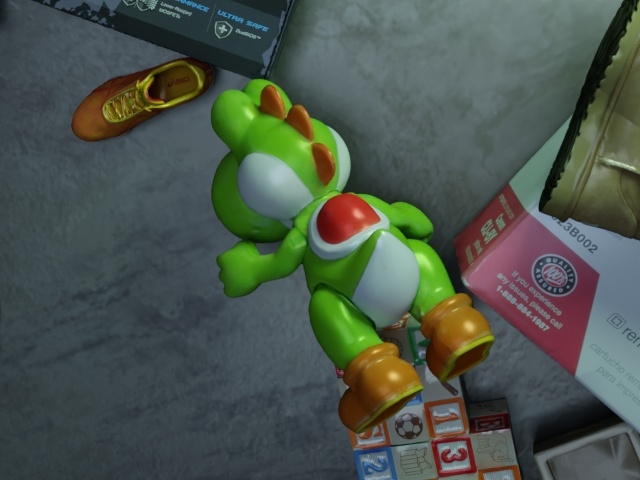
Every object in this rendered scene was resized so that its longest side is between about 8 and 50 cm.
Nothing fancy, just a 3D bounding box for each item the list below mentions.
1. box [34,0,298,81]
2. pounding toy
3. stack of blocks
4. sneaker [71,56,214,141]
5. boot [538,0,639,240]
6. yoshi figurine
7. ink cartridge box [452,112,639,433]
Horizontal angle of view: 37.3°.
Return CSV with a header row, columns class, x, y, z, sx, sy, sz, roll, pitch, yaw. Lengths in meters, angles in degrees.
class,x,y,z,sx,sy,sz,roll,pitch,yaw
box,-0.140,-0.345,0.948,0.296,0.073,0.293,19,108,-9
pounding toy,0.321,0.262,1.029,0.141,0.100,0.130,-23,82,10
stack of blocks,0.127,0.223,1.045,0.171,0.087,0.297,-11,99,11
sneaker,-0.201,-0.158,1.035,0.175,0.067,0.064,-24,98,14
boot,0.346,-0.077,0.787,0.270,0.089,0.236,19,114,2
yoshi figurine,0.003,0.008,0.964,0.203,0.203,0.362,-41,72,23
ink cartridge box,0.360,-0.032,0.917,0.279,0.160,0.384,40,103,-3
